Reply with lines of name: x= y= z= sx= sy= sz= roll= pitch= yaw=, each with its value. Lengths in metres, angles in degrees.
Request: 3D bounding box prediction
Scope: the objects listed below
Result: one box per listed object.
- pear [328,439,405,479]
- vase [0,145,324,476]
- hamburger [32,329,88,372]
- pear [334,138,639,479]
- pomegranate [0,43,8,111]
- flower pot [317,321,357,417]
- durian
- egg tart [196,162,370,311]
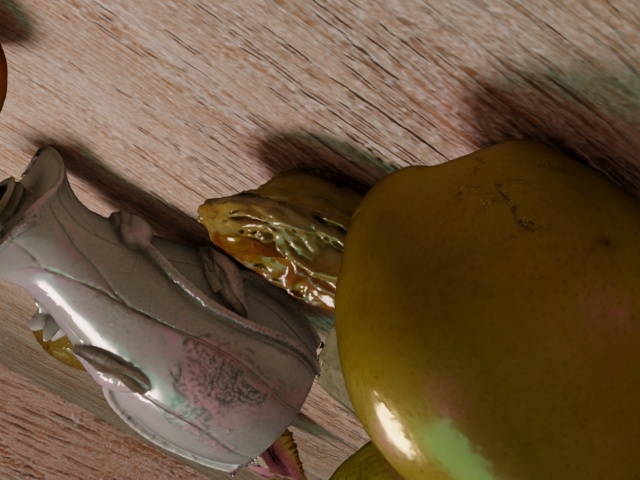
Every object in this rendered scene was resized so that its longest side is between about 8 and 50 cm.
pear: x=0.151 y=0.435 z=2.107 sx=0.391 sy=0.391 sz=0.391 roll=24 pitch=164 yaw=8
vase: x=-0.217 y=0.081 z=1.817 sx=0.445 sy=0.250 sz=0.250 roll=38 pitch=160 yaw=-23
hamburger: x=-0.334 y=0.128 z=2.309 sx=0.189 sy=0.122 sz=0.215 roll=13 pitch=156 yaw=20
pear: x=0.143 y=0.094 z=1.128 sx=0.285 sy=0.336 sz=0.285 roll=2 pitch=170 yaw=0
pomegranate: x=-0.392 y=-0.154 z=1.423 sx=0.191 sy=0.191 sz=0.191 roll=24 pitch=164 yaw=8
flower pot: x=0.117 y=0.141 z=1.583 sx=0.203 sy=0.212 sz=0.212 roll=33 pitch=169 yaw=30
durian: x=-0.153 y=0.282 z=2.543 sx=0.341 sy=0.112 sz=0.191 roll=47 pitch=164 yaw=-32
egg tart: x=0.000 y=0.000 z=1.436 sx=0.241 sy=0.106 sz=0.241 roll=24 pitch=166 yaw=6
